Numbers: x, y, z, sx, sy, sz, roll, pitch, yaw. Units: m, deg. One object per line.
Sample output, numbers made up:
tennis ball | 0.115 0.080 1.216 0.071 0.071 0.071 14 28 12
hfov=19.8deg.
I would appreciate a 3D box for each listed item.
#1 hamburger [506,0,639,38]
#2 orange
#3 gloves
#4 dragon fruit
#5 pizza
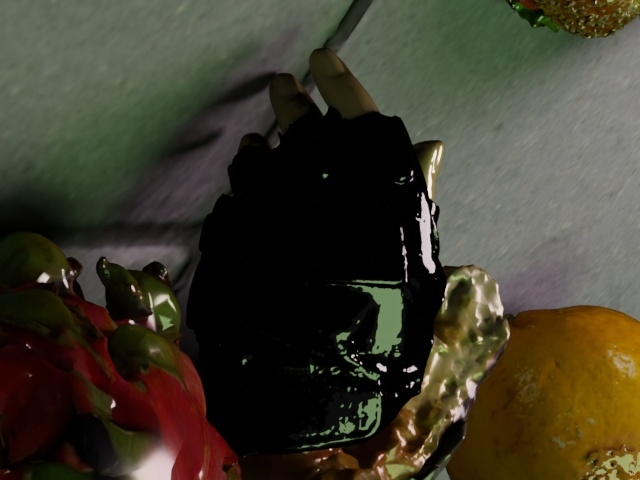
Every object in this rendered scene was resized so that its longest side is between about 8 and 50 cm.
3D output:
hamburger | 0.162 -0.185 1.062 0.137 0.087 0.166 -47 155 2
orange | 0.208 0.151 1.524 0.219 0.193 0.219 -6 179 0
gloves | 0.000 0.000 0.988 0.164 0.124 0.203 -9 101 -28
dragon fruit | -0.154 0.122 0.890 0.231 0.237 0.303 -28 170 13
pizza | -0.056 0.157 1.112 0.409 0.114 0.277 -36 -160 11
